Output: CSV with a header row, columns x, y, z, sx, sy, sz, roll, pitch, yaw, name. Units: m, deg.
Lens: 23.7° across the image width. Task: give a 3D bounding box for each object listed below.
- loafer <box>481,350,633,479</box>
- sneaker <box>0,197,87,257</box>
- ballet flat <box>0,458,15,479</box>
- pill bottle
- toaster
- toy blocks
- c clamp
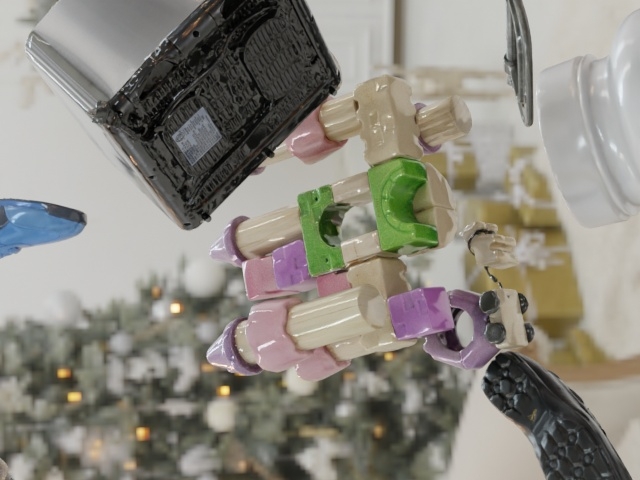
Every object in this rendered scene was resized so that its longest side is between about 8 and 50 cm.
x,y,z,sx,sy,sz,roll,pitch,yaw,name
0.239,0.186,1.465,0.076,0.078,0.223,-60,40,20,loafer
-0.316,0.003,1.388,0.069,0.209,0.082,78,-169,-81,sneaker
-0.393,0.317,1.379,0.107,0.106,0.316,-29,30,50,ballet flat
0.430,-0.147,1.486,0.229,0.408,0.229,42,-141,-48,pill bottle
-0.092,-0.121,1.038,0.110,0.168,0.185,38,170,29,toaster
0.000,0.000,1.493,0.260,0.309,0.288,-20,74,35,toy blocks
0.174,-0.177,1.376,0.160,0.022,0.137,78,-175,-61,c clamp
